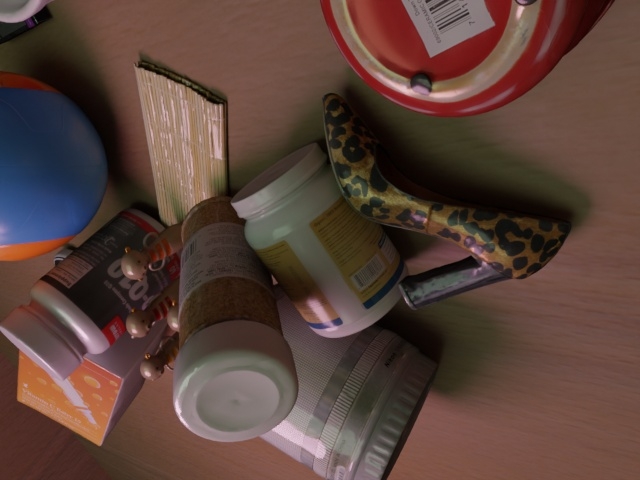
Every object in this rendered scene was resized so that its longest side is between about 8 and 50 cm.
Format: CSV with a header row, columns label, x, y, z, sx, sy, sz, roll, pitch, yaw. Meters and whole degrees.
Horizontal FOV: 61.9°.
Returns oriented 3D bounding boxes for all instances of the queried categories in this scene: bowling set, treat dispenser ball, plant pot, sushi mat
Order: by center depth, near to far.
label,x,y,z,sx,sy,sz,roll,pitch,yaw
plant pot,0.100,-0.189,0.361,0.191,0.174,0.191,25,140,23
sushi mat,-0.204,-0.105,0.814,0.151,0.019,0.317,28,140,18
treat dispenser ball,-0.485,-0.113,0.828,0.288,0.288,0.288,23,138,22
bowling set,-0.212,0.131,0.878,0.199,0.154,0.287,19,132,32

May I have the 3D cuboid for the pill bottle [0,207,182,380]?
label,x,y,z,sx,sy,sz,roll,pitch,yaw
pill bottle,-0.382,0.090,0.920,0.161,0.283,0.161,27,147,20

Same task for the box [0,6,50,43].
label,x,y,z,sx,sy,sz,roll,pitch,yaw
box,-0.479,-0.365,0.793,0.162,0.029,0.116,1,125,38

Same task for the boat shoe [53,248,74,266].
label,x,y,z,sx,sy,sz,roll,pitch,yaw
boat shoe,-0.522,0.149,1.246,0.306,0.105,0.113,44,141,-3

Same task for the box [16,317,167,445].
label,x,y,z,sx,sy,sz,roll,pitch,yaw
box,-0.480,0.248,1.113,0.215,0.168,0.345,30,132,-2

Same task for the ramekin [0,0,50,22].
label,x,y,z,sx,sy,sz,roll,pitch,yaw
ramekin,-0.344,-0.395,0.567,0.277,0.135,0.277,23,138,22

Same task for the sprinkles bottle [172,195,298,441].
label,x,y,z,sx,sy,sz,roll,pitch,yaw
sprinkles bottle,-0.113,0.067,0.653,0.121,0.355,0.121,-6,120,-10

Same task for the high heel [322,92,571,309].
label,x,y,z,sx,sy,sz,roll,pitch,yaw
high heel,0.123,-0.067,0.549,0.186,0.093,0.261,-25,99,29

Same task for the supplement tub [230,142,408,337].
label,x,y,z,sx,sy,sz,roll,pitch,yaw
supplement tub,0.000,0.000,0.640,0.144,0.144,0.200,-16,114,47

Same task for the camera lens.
label,x,y,z,sx,sy,sz,roll,pitch,yaw
camera lens,0.002,0.202,0.767,0.274,0.219,0.219,25,139,20
